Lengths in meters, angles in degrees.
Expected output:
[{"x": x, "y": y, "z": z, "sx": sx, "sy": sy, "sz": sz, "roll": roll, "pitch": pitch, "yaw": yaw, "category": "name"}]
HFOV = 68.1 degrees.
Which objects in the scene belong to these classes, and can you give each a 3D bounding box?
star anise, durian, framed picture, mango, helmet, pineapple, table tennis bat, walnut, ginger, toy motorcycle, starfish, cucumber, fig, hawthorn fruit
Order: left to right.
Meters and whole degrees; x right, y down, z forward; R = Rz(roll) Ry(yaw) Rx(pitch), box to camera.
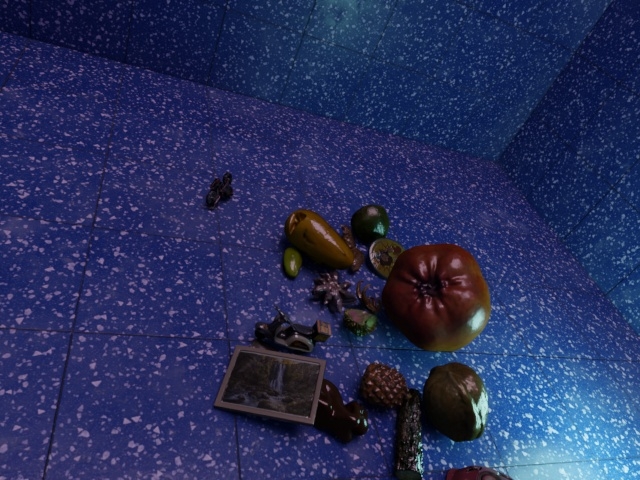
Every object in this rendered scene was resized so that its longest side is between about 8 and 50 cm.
[{"x": -0.474, "y": -0.224, "z": 2.228, "sx": 0.082, "sy": 0.122, "sz": 0.213, "roll": 12, "pitch": 46, "yaw": 20, "category": "toy motorcycle"}, {"x": -0.157, "y": 0.466, "z": 1.545, "sx": 0.324, "sy": 0.020, "sz": 0.241, "roll": 9, "pitch": 42, "yaw": 8, "category": "framed picture"}, {"x": -0.108, "y": 0.328, "z": 1.720, "sx": 0.263, "sy": 0.157, "sz": 0.091, "roll": 21, "pitch": 35, "yaw": -24, "category": "toy motorcycle"}, {"x": -0.121, "y": 0.093, "z": 2.077, "sx": 0.091, "sy": 0.074, "sz": 0.165, "roll": 13, "pitch": 37, "yaw": -19, "category": "mango"}, {"x": 0.000, "y": 0.000, "z": 2.125, "sx": 0.365, "sy": 0.253, "sz": 0.182, "roll": 33, "pitch": 80, "yaw": 15, "category": "mango"}, {"x": 0.050, "y": 0.216, "z": 2.015, "sx": 0.236, "sy": 0.093, "sz": 0.229, "roll": 8, "pitch": 43, "yaw": -38, "category": "star anise"}, {"x": 0.156, "y": 0.038, "z": 2.297, "sx": 0.084, "sy": 0.122, "sz": 0.290, "roll": -22, "pitch": 43, "yaw": 7, "category": "ginger"}, {"x": 0.153, "y": 0.338, "z": 1.918, "sx": 0.137, "sy": 0.096, "sz": 0.220, "roll": 16, "pitch": 1, "yaw": 17, "category": "durian"}, {"x": 0.200, "y": 0.245, "z": 2.041, "sx": 0.074, "sy": 0.190, "sz": 0.146, "roll": -38, "pitch": 88, "yaw": -6, "category": "starfish"}, {"x": 0.266, "y": -0.049, "z": 2.418, "sx": 0.203, "sy": 0.203, "sz": 0.235, "roll": -3, "pitch": 69, "yaw": -34, "category": "fig"}, {"x": 0.239, "y": 0.528, "z": 1.702, "sx": 0.193, "sy": 0.166, "sz": 0.166, "roll": 21, "pitch": 35, "yaw": 9, "category": "pineapple"}, {"x": 0.375, "y": 0.112, "z": 2.344, "sx": 0.329, "sy": 0.044, "sz": 0.215, "roll": 28, "pitch": 60, "yaw": -15, "category": "table tennis bat"}, {"x": 0.317, "y": 0.654, "z": 1.657, "sx": 0.096, "sy": 0.096, "sz": 0.359, "roll": 24, "pitch": 37, "yaw": -4, "category": "cucumber"}, {"x": 0.499, "y": 0.243, "z": 1.980, "sx": 0.471, "sy": 0.472, "sz": 0.472, "roll": 17, "pitch": 38, "yaw": -14, "category": "hawthorn fruit"}, {"x": 0.485, "y": 0.583, "z": 1.715, "sx": 0.227, "sy": 0.283, "sz": 0.283, "roll": -20, "pitch": 53, "yaw": -16, "category": "walnut"}, {"x": 0.556, "y": 0.832, "z": 1.549, "sx": 0.253, "sy": 0.154, "sz": 0.198, "roll": 31, "pitch": 37, "yaw": -3, "category": "helmet"}]

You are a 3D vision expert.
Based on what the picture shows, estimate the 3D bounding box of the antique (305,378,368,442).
[{"x": 0.048, "y": 0.562, "z": 1.587, "sx": 0.256, "sy": 0.121, "sz": 0.143, "roll": 27, "pitch": 27, "yaw": 11, "category": "antique"}]

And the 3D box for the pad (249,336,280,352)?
[{"x": -0.169, "y": 0.454, "z": 1.656, "sx": 0.233, "sy": 0.022, "sz": 0.174, "roll": 33, "pitch": 37, "yaw": 6, "category": "pad"}]
